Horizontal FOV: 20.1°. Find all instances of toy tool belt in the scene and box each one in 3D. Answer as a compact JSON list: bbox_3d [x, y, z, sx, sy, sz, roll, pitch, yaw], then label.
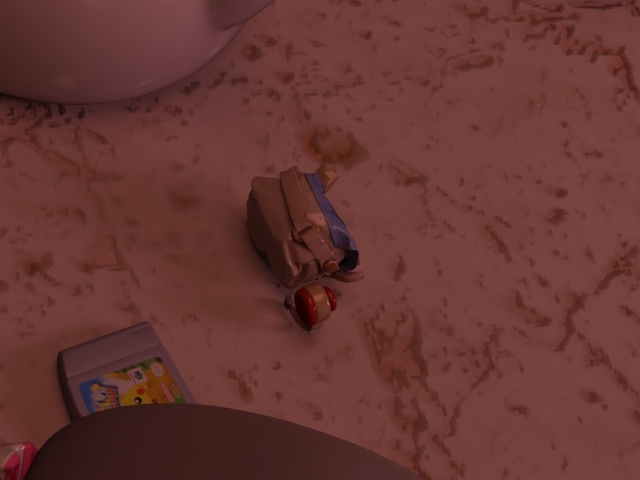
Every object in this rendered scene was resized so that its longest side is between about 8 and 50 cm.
[{"bbox_3d":[0.000,0.000,0.905,0.051,0.052,0.083,-18,63,-19],"label":"toy tool belt"}]

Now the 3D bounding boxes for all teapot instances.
[{"bbox_3d":[-0.129,-0.210,0.928,0.256,0.187,0.252,0,55,-18],"label":"teapot"}]

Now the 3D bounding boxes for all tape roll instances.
[{"bbox_3d":[-0.023,0.156,0.674,0.219,0.219,0.072,24,51,-1],"label":"tape roll"}]

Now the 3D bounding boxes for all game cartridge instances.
[{"bbox_3d":[-0.087,0.079,0.840,0.056,0.017,0.083,-21,64,-26],"label":"game cartridge"}]

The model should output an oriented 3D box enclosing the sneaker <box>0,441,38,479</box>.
[{"bbox_3d":[-0.213,0.165,0.689,0.111,0.103,0.252,22,53,18],"label":"sneaker"}]
